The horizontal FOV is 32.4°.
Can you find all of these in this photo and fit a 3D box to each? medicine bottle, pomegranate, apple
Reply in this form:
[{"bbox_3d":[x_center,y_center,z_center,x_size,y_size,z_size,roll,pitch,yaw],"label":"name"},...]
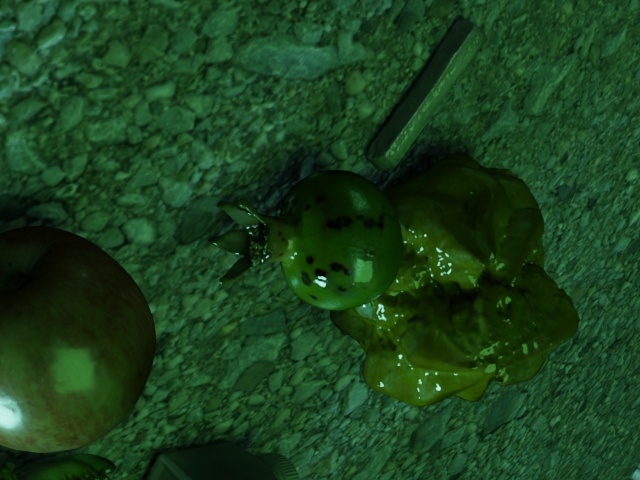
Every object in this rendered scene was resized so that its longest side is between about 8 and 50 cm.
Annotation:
[{"bbox_3d":[-0.115,0.323,1.391,0.188,0.132,0.088,3,118,-52],"label":"medicine bottle"},{"bbox_3d":[-0.012,0.000,1.211,0.220,0.156,0.156,0,130,-7],"label":"pomegranate"},{"bbox_3d":[-0.241,0.083,0.960,0.188,0.188,0.174,-37,139,-22],"label":"apple"}]

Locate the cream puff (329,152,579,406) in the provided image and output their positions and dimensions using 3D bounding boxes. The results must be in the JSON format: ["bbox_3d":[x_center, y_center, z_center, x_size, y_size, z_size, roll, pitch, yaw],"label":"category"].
[{"bbox_3d":[0.185,0.042,1.375,0.323,0.269,0.274,-24,133,-37],"label":"cream puff"}]

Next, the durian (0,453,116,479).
[{"bbox_3d":[-0.351,0.287,1.076,0.375,0.132,0.107,-25,151,-44],"label":"durian"}]

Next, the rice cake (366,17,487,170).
[{"bbox_3d":[0.124,-0.170,1.304,0.047,0.036,0.207,28,99,-45],"label":"rice cake"}]
